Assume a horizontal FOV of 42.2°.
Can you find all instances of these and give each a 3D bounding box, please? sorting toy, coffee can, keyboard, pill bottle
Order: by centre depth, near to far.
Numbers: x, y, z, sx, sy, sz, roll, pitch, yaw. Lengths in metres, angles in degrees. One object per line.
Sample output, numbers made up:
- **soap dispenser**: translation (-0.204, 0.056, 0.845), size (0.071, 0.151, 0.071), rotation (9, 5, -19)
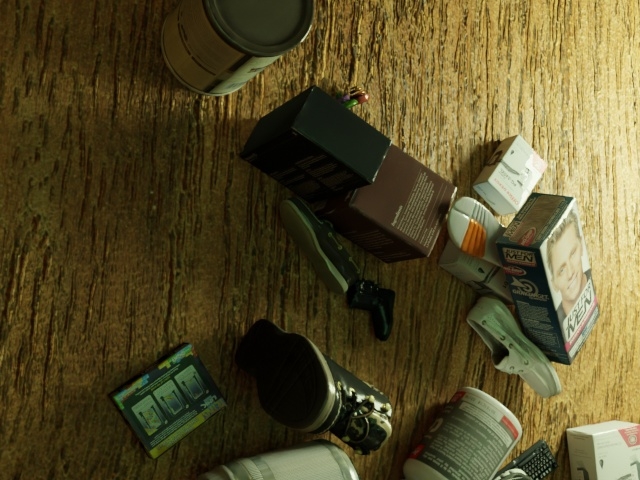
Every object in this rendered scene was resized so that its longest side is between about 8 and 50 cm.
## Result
- **coffee can**: translation (-0.160, -0.396, 1.517), size (0.201, 0.275, 0.201), rotation (3, 83, -26)
- **pill bottle**: translation (0.271, 0.456, 1.696), size (0.161, 0.161, 0.283), rotation (48, 67, -14)
- **sorting toy**: translation (0.058, -0.298, 1.733), size (0.102, 0.061, 0.042), rotation (-30, 97, -49)
- **keyboard**: translation (0.461, 0.536, 1.857), size (0.180, 0.023, 0.108), rotation (-27, 97, -25)

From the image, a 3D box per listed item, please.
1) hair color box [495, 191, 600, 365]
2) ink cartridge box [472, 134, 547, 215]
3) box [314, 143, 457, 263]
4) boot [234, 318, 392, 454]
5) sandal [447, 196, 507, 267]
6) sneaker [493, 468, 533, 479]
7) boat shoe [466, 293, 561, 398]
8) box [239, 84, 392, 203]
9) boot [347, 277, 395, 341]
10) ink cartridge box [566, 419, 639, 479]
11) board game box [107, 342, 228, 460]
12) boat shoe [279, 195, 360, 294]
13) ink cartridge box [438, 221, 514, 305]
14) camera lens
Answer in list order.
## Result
- **hair color box**: translation (0.499, 0.086, 1.794), size (0.174, 0.105, 0.347), rotation (-49, 130, -31)
- **ink cartridge box**: translation (0.433, -0.148, 1.896), size (0.109, 0.063, 0.150), rotation (42, 68, -16)
- **box**: translation (0.130, -0.076, 1.682), size (0.203, 0.168, 0.167), rotation (32, 72, -20)
- **boot**: translation (0.016, 0.286, 1.488), size (0.284, 0.377, 0.138), rotation (37, 83, -24)
- **sandal**: translation (0.327, -0.010, 1.739), size (0.265, 0.076, 0.102), rotation (31, 85, -42)
- **sneaker**: translation (0.360, 0.557, 1.747), size (0.234, 0.106, 0.078), rotation (-25, 89, -16)
- **boat shoe**: translation (0.417, 0.252, 1.830), size (0.096, 0.098, 0.277), rotation (-40, 93, -23)
- **box**: translation (-0.016, -0.174, 1.570), size (0.184, 0.261, 0.103), rotation (31, 72, -20)
- **boot**: translation (0.102, 0.140, 1.713), size (0.099, 0.045, 0.121), rotation (18, 69, -25)
- **ink cartridge box**: translation (0.665, 0.539, 1.918), size (0.158, 0.092, 0.218), rotation (-4, 88, -26)
- **board game box**: translation (-0.275, 0.290, 1.512), size (0.170, 0.048, 0.141), rotation (-34, 101, -25)
- **boat shoe**: translation (0.000, 0.000, 1.664), size (0.068, 0.081, 0.228), rotation (-41, 109, -27)
- **ink cartridge box**: translation (0.374, 0.039, 1.837), size (0.190, 0.082, 0.140), rotation (33, 71, -18)
- **camera lens**: translation (-0.069, 0.488, 1.493), size (0.274, 0.219, 0.219), rotation (-7, 87, -27)
